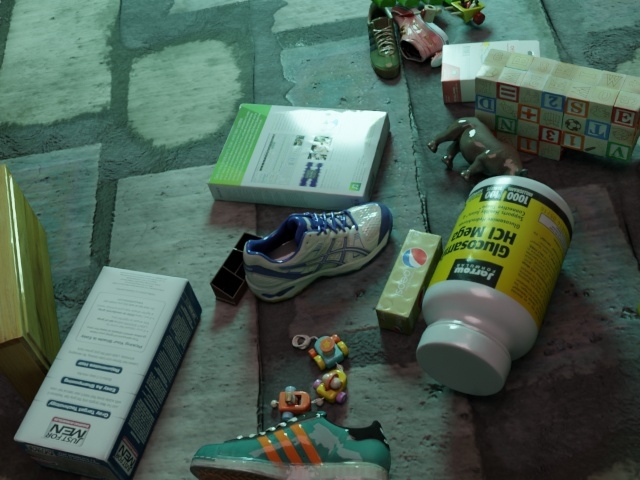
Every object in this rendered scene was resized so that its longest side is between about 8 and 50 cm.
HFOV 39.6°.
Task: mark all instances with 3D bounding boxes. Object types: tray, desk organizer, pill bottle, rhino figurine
[{"bbox_3d":[-0.540,0.075,1.593,0.076,0.203,0.411,-18,50,-4],"label":"tray"},{"bbox_3d":[-0.148,0.051,1.627,0.047,0.050,0.130,17,57,24],"label":"desk organizer"},{"bbox_3d":[0.277,0.072,1.431,0.188,0.188,0.334,14,56,22],"label":"pill bottle"},{"bbox_3d":[0.312,-0.143,1.652,0.106,0.073,0.243,-47,55,6],"label":"rhino figurine"}]

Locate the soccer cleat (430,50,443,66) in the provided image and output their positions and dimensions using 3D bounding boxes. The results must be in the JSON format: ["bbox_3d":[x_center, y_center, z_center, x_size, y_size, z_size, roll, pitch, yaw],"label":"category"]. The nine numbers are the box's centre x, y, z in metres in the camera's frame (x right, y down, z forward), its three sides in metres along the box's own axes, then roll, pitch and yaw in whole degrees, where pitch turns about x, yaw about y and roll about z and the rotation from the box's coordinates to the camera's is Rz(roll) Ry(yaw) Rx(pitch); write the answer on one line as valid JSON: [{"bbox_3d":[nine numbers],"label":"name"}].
[{"bbox_3d":[0.274,-0.394,1.908,0.083,0.029,0.035,-30,48,-18],"label":"soccer cleat"}]

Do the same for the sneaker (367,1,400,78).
[{"bbox_3d":[0.133,-0.447,1.941,0.064,0.086,0.192,-10,51,4],"label":"sneaker"}]

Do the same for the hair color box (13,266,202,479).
[{"bbox_3d":[-0.347,0.219,1.500,0.173,0.105,0.347,7,53,18],"label":"hair color box"}]

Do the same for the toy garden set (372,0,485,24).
[{"bbox_3d":[0.230,-0.540,1.953,0.244,0.049,0.204,-12,45,-32],"label":"toy garden set"}]

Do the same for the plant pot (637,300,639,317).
[{"bbox_3d":[0.620,0.113,1.327,0.212,0.187,0.212,-10,51,4],"label":"plant pot"}]

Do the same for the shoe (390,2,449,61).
[{"bbox_3d":[0.195,-0.458,1.951,0.081,0.063,0.178,-32,57,-20],"label":"shoe"}]

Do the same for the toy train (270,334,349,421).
[{"bbox_3d":[-0.016,0.217,1.470,0.125,0.046,0.166,1,53,12],"label":"toy train"}]

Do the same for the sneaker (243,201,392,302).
[{"bbox_3d":[0.000,0.000,1.587,0.296,0.131,0.112,-30,50,-14],"label":"sneaker"}]

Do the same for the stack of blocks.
[{"bbox_3d":[0.443,-0.239,1.656,0.297,0.171,0.087,17,57,23],"label":"stack of blocks"}]

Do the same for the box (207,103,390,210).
[{"bbox_3d":[-0.040,-0.170,1.780,0.322,0.058,0.232,7,54,16],"label":"box"}]

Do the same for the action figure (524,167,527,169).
[{"bbox_3d":[0.345,-0.156,1.704,0.038,0.030,0.115,-39,52,-13],"label":"action figure"}]

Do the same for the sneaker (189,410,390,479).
[{"bbox_3d":[-0.044,0.325,1.358,0.302,0.108,0.121,3,51,4],"label":"sneaker"}]

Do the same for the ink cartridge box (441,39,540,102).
[{"bbox_3d":[0.352,-0.349,1.830,0.198,0.067,0.115,-1,52,13],"label":"ink cartridge box"}]

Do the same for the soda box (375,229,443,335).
[{"bbox_3d":[0.156,0.071,1.542,0.061,0.058,0.181,13,55,21],"label":"soda box"}]
